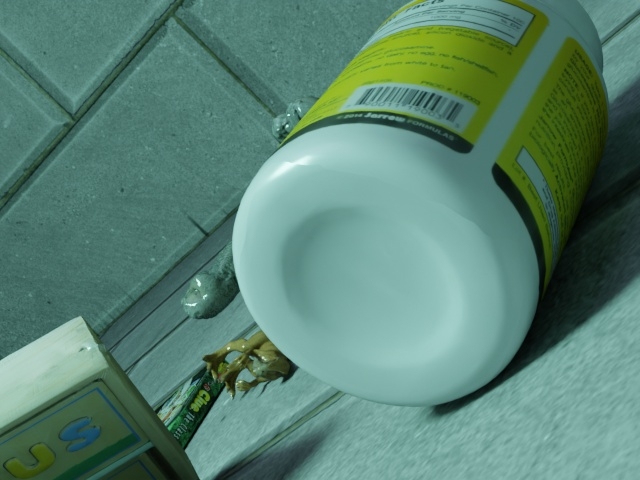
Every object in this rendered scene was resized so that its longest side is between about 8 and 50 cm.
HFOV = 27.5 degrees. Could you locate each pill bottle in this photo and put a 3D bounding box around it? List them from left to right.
[{"bbox_3d":[0.088,-0.057,0.882,0.188,0.188,0.334,-39,9,38],"label":"pill bottle"}]

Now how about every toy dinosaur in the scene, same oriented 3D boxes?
[{"bbox_3d":[-0.055,0.108,1.328,0.112,0.064,0.211,-26,21,9],"label":"toy dinosaur"}]

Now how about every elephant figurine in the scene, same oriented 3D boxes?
[{"bbox_3d":[0.000,0.000,1.246,0.169,0.186,0.239,66,-145,-62],"label":"elephant figurine"}]

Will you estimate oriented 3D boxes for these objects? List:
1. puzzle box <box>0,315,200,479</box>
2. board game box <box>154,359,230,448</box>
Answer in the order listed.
[{"bbox_3d":[-0.303,0.236,1.001,0.409,0.052,0.272,-31,-32,-6],"label":"puzzle box"},{"bbox_3d":[-0.186,0.234,1.424,0.136,0.030,0.259,-38,10,31],"label":"board game box"}]
